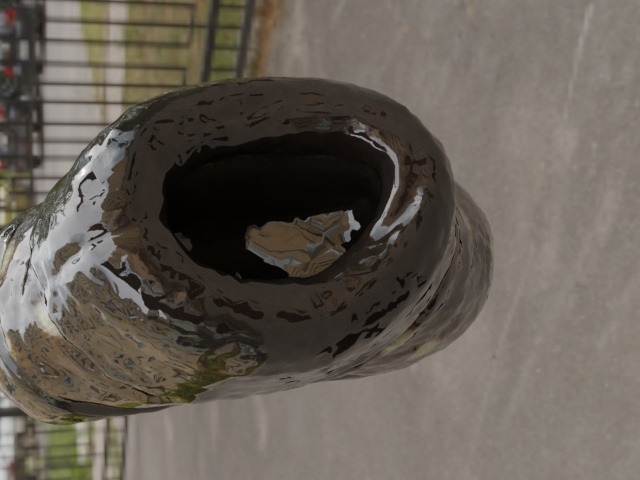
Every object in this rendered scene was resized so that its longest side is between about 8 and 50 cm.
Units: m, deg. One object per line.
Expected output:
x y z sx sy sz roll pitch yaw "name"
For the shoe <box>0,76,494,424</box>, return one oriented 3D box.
0.000 0.000 0.697 0.237 0.384 0.171 -29 72 50 "shoe"
